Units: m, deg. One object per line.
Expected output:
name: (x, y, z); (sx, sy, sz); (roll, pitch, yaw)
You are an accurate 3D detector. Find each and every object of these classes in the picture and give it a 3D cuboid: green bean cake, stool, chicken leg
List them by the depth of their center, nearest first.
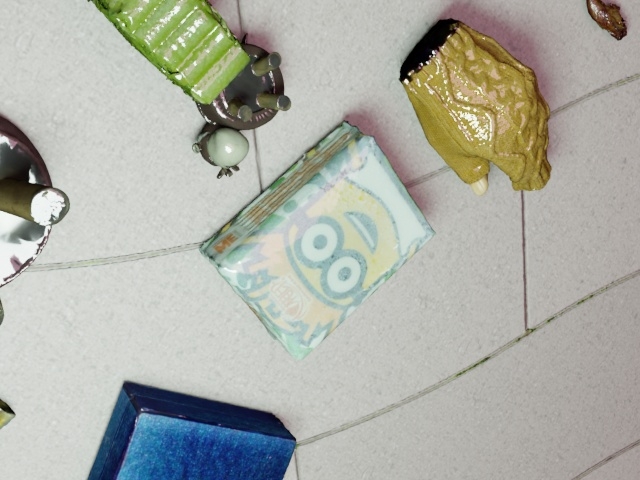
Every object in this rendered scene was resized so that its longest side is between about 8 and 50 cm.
stool: (-0.462, -0.030, 1.209); (0.272, 0.178, 0.272); (-8, 110, -25)
green bean cake: (-0.203, -0.289, 1.244); (0.113, 0.214, 0.200); (-45, 121, -1)
stool: (-0.119, -0.193, 1.373); (0.125, 0.121, 0.217); (15, 93, -32)
chicken leg: (0.497, -0.405, 1.671); (0.145, 0.037, 0.062); (33, 67, -32)

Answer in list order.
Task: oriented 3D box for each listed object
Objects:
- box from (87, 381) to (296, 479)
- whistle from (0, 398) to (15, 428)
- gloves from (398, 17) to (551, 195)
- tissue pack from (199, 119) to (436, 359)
box: (-0.216, 0.385, 1.502); (0.279, 0.116, 0.261); (18, 98, -31)
whistle: (-0.568, 0.346, 1.342); (0.326, 0.057, 0.068); (-45, 120, -8)
gloves: (0.272, -0.202, 1.549); (0.356, 0.155, 0.203); (39, 90, -34)
tissue pack: (0.000, 0.000, 1.489); (0.311, 0.128, 0.228); (-42, 120, -8)
